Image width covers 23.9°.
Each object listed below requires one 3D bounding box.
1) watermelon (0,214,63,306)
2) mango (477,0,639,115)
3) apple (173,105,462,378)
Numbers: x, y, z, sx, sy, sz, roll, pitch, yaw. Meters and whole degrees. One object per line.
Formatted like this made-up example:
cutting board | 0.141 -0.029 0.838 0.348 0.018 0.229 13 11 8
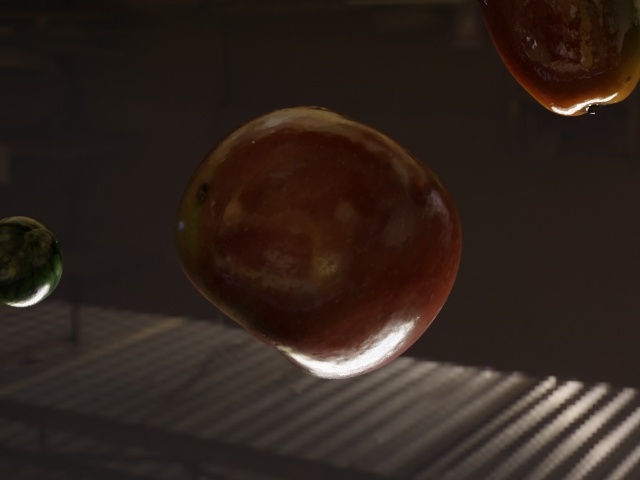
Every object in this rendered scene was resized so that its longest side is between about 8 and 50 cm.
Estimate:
watermelon | -0.324 0.019 1.619 0.109 0.109 0.109 -1 -170 0
mango | 0.207 -0.246 1.367 0.129 0.289 0.146 15 136 -41
apple | 0.000 0.000 1.794 0.348 0.277 0.348 37 177 2
